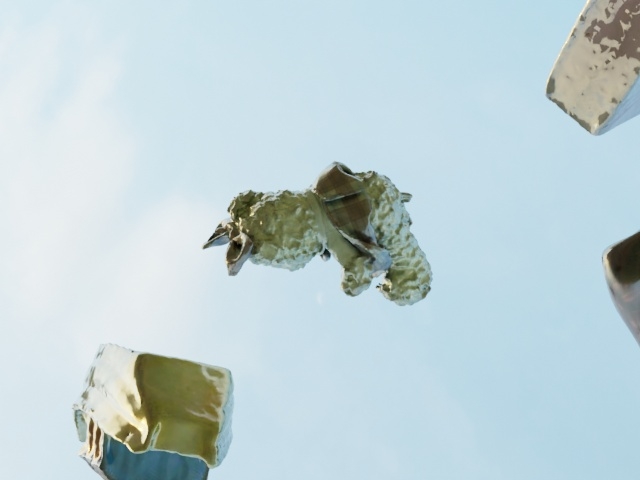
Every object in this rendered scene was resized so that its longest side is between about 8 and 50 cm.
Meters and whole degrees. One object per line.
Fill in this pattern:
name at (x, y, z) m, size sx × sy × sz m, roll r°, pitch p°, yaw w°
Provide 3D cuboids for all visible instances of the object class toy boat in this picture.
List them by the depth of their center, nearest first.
toy boat at (-0.079, 0.083, 0.547) m, size 0.065 × 0.172 × 0.066 m, roll 14°, pitch -99°, yaw -18°

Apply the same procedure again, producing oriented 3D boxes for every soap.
soap at (0.415, -0.283, 1.382) m, size 0.296 × 0.285 × 0.107 m, roll -27°, pitch -117°, yaw -36°

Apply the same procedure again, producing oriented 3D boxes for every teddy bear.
teddy bear at (0.013, -0.014, 1.087) m, size 0.213 × 0.111 × 0.133 m, roll 5°, pitch -139°, yaw -29°

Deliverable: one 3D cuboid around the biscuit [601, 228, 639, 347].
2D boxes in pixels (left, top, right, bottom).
biscuit at (0.250, 0.064, 0.628) m, size 0.063 × 0.151 × 0.235 m, roll -30°, pitch -164°, yaw -22°
